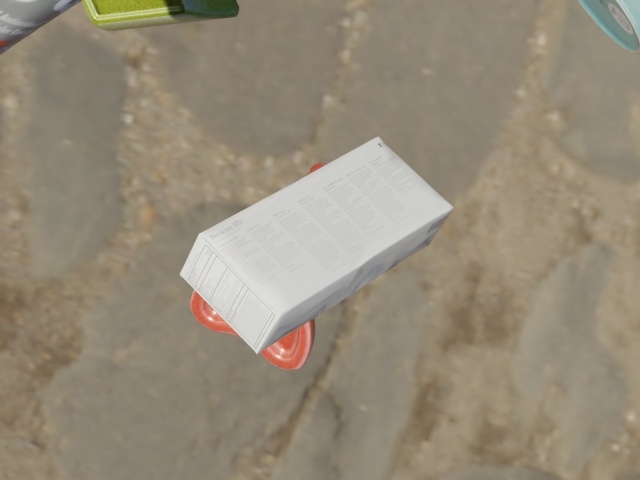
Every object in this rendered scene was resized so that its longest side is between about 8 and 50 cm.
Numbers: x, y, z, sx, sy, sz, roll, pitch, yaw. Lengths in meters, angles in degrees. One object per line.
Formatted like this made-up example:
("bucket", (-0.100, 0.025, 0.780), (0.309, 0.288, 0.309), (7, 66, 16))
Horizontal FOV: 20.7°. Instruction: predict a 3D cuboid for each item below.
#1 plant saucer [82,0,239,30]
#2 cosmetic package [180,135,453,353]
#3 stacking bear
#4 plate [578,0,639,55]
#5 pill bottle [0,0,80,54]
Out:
("plant saucer", (-0.195, -0.290, 1.757), (0.045, 0.188, 0.188), (-49, 126, -41))
("cosmetic package", (0.000, 0.000, 1.486), (0.239, 0.099, 0.060), (-30, 160, -43))
("stacking bear", (-0.025, 0.005, 2.374), (0.289, 0.175, 0.164), (-54, 170, -44))
("plate", (0.284, -0.241, 1.735), (0.024, 0.188, 0.188), (-38, 132, -3))
("pill bottle", (-0.163, -0.240, 1.103), (0.161, 0.283, 0.161), (40, 35, -36))
